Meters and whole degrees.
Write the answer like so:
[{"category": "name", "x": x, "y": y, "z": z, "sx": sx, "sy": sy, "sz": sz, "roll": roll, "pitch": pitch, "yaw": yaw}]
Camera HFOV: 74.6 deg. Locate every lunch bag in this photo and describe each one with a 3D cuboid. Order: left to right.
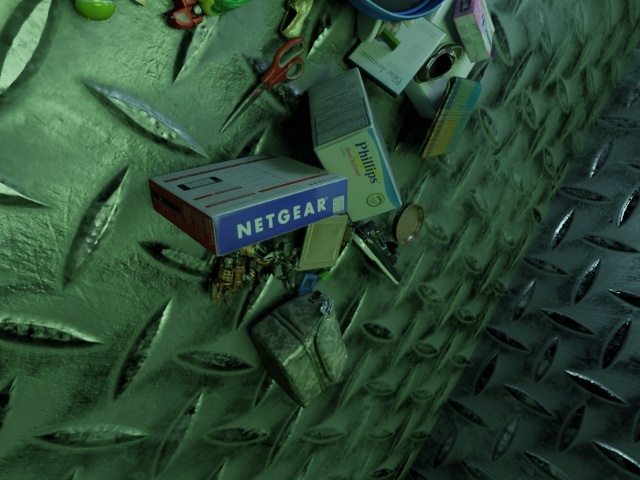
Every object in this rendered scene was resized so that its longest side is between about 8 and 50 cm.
[{"category": "lunch bag", "x": -0.046, "y": 0.331, "z": 1.335, "sx": 0.256, "sy": 0.212, "sz": 0.305, "roll": -37, "pitch": 131, "yaw": -24}]

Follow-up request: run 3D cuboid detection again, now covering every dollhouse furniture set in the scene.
[{"category": "dollhouse furniture set", "x": 0.233, "y": -0.601, "z": 1.153, "sx": 0.058, "sy": 0.076, "sz": 0.152, "roll": 41, "pitch": 82, "yaw": -8}]

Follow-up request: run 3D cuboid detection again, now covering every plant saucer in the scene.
[{"category": "plant saucer", "x": 0.343, "y": -0.066, "z": 1.640, "sx": 0.168, "sy": 0.029, "sz": 0.169, "roll": -22, "pitch": 124, "yaw": -36}]

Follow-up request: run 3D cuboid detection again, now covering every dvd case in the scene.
[{"category": "dvd case", "x": 0.214, "y": -0.545, "z": 1.186, "sx": 0.253, "sy": 0.180, "sz": 0.022, "roll": -52, "pitch": 178, "yaw": -10}]

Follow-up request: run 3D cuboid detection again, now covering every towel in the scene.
[{"category": "towel", "x": 0.450, "y": -0.420, "z": 1.448, "sx": 0.370, "sy": 0.040, "sz": 0.272, "roll": -24, "pitch": 139, "yaw": -55}]

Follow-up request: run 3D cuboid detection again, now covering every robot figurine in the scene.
[{"category": "robot figurine", "x": -0.392, "y": -0.435, "z": 0.719, "sx": 0.101, "sy": 0.067, "sz": 0.115, "roll": -30, "pitch": 130, "yaw": -45}]

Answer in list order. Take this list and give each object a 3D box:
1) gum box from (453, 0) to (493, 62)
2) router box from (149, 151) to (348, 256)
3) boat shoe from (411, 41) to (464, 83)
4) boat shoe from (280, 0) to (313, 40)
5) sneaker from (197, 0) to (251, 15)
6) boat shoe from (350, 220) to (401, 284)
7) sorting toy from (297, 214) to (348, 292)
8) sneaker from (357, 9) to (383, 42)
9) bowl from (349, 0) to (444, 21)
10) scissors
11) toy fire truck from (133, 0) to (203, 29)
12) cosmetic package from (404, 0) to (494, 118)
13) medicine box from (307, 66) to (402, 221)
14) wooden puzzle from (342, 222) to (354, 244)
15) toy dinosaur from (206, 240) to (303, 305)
[{"category": "gum box", "x": 0.463, "y": -0.651, "z": 1.270, "sx": 0.188, "sy": 0.062, "sz": 0.107, "roll": 38, "pitch": 59, "yaw": -46}, {"category": "router box", "x": -0.160, "y": -0.103, "z": 0.939, "sx": 0.335, "sy": 0.301, "sz": 0.082, "roll": -21, "pitch": 123, "yaw": -35}, {"category": "boat shoe", "x": 0.363, "y": -0.529, "z": 1.257, "sx": 0.227, "sy": 0.068, "sz": 0.081, "roll": -36, "pitch": 131, "yaw": -24}, {"category": "boat shoe", "x": -0.057, "y": -0.548, "z": 0.996, "sx": 0.045, "sy": 0.050, "sz": 0.136, "roll": 8, "pitch": 105, "yaw": -51}, {"category": "sneaker", "x": -0.125, "y": -0.564, "z": 0.869, "sx": 0.296, "sy": 0.123, "sz": 0.109, "roll": -49, "pitch": 135, "yaw": -14}, {"category": "boat shoe", "x": 0.227, "y": 0.042, "z": 1.513, "sx": 0.113, "sy": 0.127, "sz": 0.340, "roll": -46, "pitch": 127, "yaw": 0}, {"category": "sorting toy", "x": 0.000, "y": 0.000, "z": 1.333, "sx": 0.195, "sy": 0.047, "sz": 0.348, "roll": -6, "pitch": 116, "yaw": -48}, {"category": "sneaker", "x": 0.199, "y": -0.668, "z": 1.139, "sx": 0.146, "sy": 0.104, "sz": 0.296, "roll": 8, "pitch": 100, "yaw": -40}, {"category": "bowl", "x": 0.172, "y": -0.728, "z": 1.005, "sx": 0.390, "sy": 0.077, "sz": 0.392, "roll": -3, "pitch": 98, "yaw": -22}, {"category": "scissors", "x": -0.142, "y": -0.377, "z": 1.006, "sx": 0.297, "sy": 0.021, "sz": 0.109, "roll": -42, "pitch": 159, "yaw": -17}, {"category": "toy fire truck", "x": -0.316, "y": -0.484, "z": 0.783, "sx": 0.135, "sy": 0.047, "sz": 0.192, "roll": -38, "pitch": 133, "yaw": -23}, {"category": "cosmetic package", "x": 0.395, "y": -0.633, "z": 1.352, "sx": 0.284, "sy": 0.097, "sz": 0.378, "roll": 36, "pitch": 84, "yaw": -49}, {"category": "medicine box", "x": 0.089, "y": -0.248, "z": 1.100, "sx": 0.149, "sy": 0.290, "sz": 0.264, "roll": -18, "pitch": 136, "yaw": 15}, {"category": "wooden puzzle", "x": 0.086, "y": -0.022, "z": 1.400, "sx": 0.006, "sy": 0.049, "sz": 0.084, "roll": -9, "pitch": 117, "yaw": -56}, {"category": "toy dinosaur", "x": -0.172, "y": 0.034, "z": 1.121, "sx": 0.218, "sy": 0.164, "sz": 0.322, "roll": 27, "pitch": 113, "yaw": -31}]
